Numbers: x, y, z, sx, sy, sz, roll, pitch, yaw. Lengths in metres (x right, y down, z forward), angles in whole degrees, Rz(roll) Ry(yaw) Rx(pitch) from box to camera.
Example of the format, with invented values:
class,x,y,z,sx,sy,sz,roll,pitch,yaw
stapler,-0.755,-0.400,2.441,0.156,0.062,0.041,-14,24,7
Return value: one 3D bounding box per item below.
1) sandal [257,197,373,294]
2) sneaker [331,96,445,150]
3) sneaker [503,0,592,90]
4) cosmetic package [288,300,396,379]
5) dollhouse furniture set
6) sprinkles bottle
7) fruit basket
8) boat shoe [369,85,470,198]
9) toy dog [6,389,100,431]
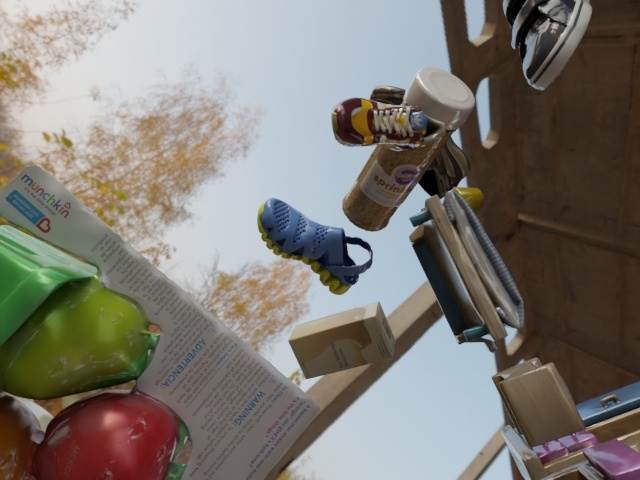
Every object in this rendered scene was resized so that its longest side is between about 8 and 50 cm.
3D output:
class,x,y,z,sx,sy,sz,roll,pitch,yaw
sandal,0.000,0.000,1.065,0.138,0.126,0.317,-26,-46,37
sneaker,0.096,-0.161,0.661,0.083,0.185,0.070,-2,-86,44
sneaker,0.355,-0.373,0.781,0.127,0.321,0.126,27,-31,2
cosmetic package,0.026,0.120,0.582,0.060,0.115,0.041,65,19,-11
dollhouse furniture set,0.212,0.043,0.413,0.304,0.198,0.286,66,7,15
sprinkles bottle,0.163,-0.167,0.981,0.121,0.121,0.355,47,-41,14
fruit basket,-0.233,0.164,0.436,0.353,0.327,0.165,42,-8,-12
boat shoe,0.231,-0.217,1.141,0.355,0.130,0.132,36,-11,-34
toy dog,-0.490,0.353,0.708,0.407,0.396,0.284,10,-22,49
